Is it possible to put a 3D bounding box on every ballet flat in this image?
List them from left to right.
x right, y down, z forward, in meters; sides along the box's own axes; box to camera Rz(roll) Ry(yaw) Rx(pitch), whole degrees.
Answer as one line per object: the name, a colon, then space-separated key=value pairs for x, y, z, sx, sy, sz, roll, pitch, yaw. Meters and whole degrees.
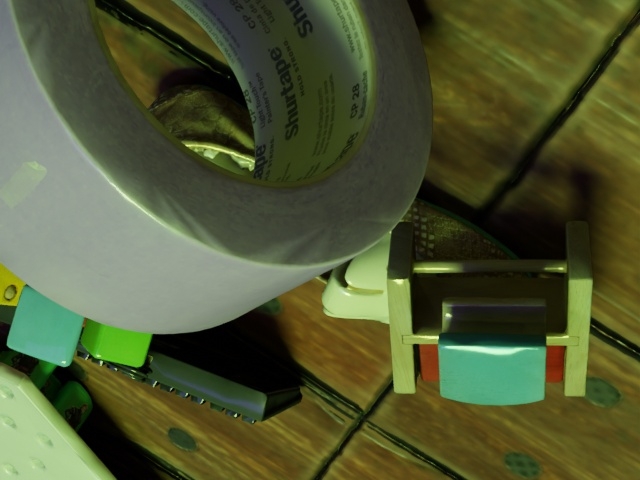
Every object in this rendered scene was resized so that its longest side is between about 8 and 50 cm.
ballet flat: x=0.000 y=0.000 z=0.629 sx=0.206 sy=0.067 sz=0.073 roll=27 pitch=137 yaw=7

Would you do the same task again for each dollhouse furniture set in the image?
dollhouse furniture set: x=0.119 y=0.082 z=0.553 sx=0.183 sy=0.129 sz=0.129 roll=1 pitch=132 yaw=8

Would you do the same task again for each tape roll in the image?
tape roll: x=-0.052 y=-0.065 z=0.508 sx=0.189 sy=0.189 sz=0.080 roll=46 pitch=136 yaw=-15

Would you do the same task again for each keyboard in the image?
keyboard: x=-0.105 y=0.061 z=0.737 sx=0.180 sy=0.108 sz=0.023 roll=18 pitch=92 yaw=15

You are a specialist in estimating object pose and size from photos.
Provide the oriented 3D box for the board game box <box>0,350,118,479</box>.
board game box: x=-0.218 y=0.248 z=1.014 sx=0.390 sy=0.050 sz=0.390 roll=-16 pitch=119 yaw=40

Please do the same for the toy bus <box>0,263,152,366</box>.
toy bus: x=-0.167 y=-0.023 z=0.668 sx=0.191 sy=0.104 sz=0.202 roll=17 pitch=-175 yaw=-12
